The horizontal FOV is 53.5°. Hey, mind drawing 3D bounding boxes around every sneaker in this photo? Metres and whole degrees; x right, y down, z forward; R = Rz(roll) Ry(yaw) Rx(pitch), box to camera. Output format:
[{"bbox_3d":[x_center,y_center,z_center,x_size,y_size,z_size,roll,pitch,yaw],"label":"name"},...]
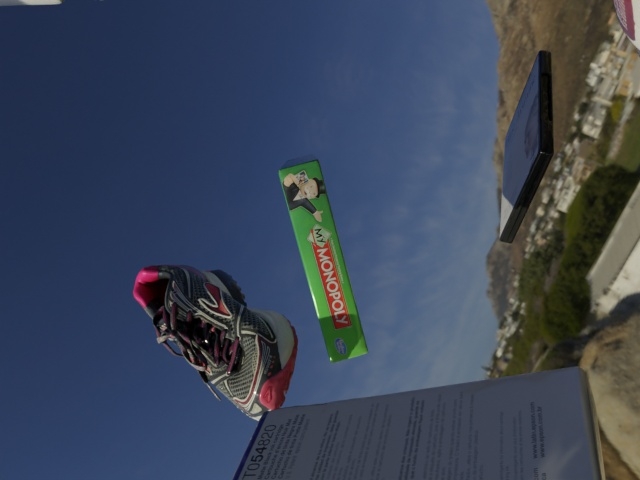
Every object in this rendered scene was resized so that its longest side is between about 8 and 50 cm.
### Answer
[{"bbox_3d":[-0.130,0.114,0.746,0.112,0.299,0.120,17,-84,-38],"label":"sneaker"}]

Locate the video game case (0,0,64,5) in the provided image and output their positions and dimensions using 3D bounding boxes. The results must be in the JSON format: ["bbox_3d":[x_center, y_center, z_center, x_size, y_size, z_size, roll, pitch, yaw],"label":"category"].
[{"bbox_3d":[-0.187,-0.224,0.343,0.026,0.227,0.206,26,-103,-59],"label":"video game case"}]

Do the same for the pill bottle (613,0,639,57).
[{"bbox_3d":[0.431,-0.324,0.682,0.392,0.224,0.224,20,-81,-60],"label":"pill bottle"}]

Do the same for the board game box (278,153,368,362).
[{"bbox_3d":[0.000,0.000,0.808,0.317,0.046,0.213,-100,-6,-81],"label":"board game box"}]

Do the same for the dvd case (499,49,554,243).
[{"bbox_3d":[0.309,-0.144,0.956,0.180,0.022,0.253,97,-172,-48],"label":"dvd case"}]

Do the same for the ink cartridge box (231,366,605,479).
[{"bbox_3d":[0.039,0.168,0.338,0.045,0.224,0.223,66,-154,-23],"label":"ink cartridge box"}]
